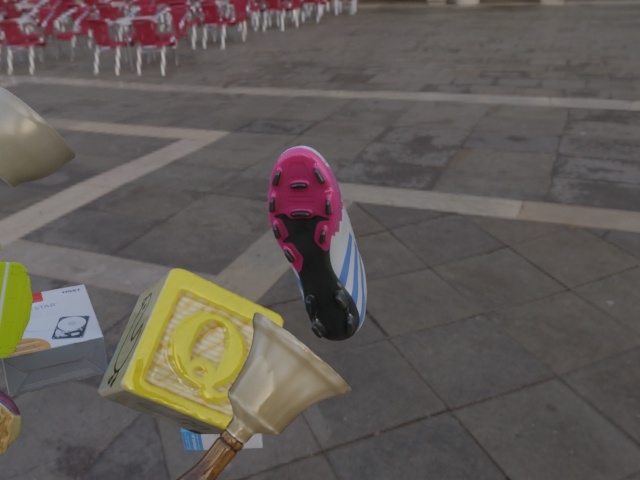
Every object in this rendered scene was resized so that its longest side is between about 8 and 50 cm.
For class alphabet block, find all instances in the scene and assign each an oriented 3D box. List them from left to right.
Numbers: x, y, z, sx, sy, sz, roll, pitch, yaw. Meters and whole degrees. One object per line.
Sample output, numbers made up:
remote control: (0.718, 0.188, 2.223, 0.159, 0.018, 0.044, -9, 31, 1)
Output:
alphabet block: (-0.200, 0.178, 0.988, 0.194, 0.192, 0.197, 26, -26, -20)

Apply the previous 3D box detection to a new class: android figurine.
android figurine: (-0.569, 0.111, 1.054, 0.056, 0.248, 0.273, 6, -2, 13)

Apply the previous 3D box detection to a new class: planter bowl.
planter bowl: (-0.507, -0.157, 1.067, 0.162, 0.162, 0.109, 23, 68, 43)

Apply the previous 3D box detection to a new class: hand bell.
hand bell: (-0.094, 0.201, 0.629, 0.242, 0.126, 0.126, -49, 42, -14)

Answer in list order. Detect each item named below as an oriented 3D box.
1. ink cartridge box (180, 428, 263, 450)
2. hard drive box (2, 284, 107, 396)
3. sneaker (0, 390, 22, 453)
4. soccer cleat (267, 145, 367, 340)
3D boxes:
ink cartridge box: (-0.161, 0.331, 1.209, 0.182, 0.061, 0.104, -2, 35, -1)
hard drive box: (-0.545, 0.192, 1.301, 0.181, 0.089, 0.232, -11, 27, -26)
sneaker: (-0.303, 0.106, 0.451, 0.186, 0.069, 0.084, 15, 7, -17)
soccer cleat: (0.000, 0.000, 1.036, 0.116, 0.331, 0.143, -6, 22, 17)
